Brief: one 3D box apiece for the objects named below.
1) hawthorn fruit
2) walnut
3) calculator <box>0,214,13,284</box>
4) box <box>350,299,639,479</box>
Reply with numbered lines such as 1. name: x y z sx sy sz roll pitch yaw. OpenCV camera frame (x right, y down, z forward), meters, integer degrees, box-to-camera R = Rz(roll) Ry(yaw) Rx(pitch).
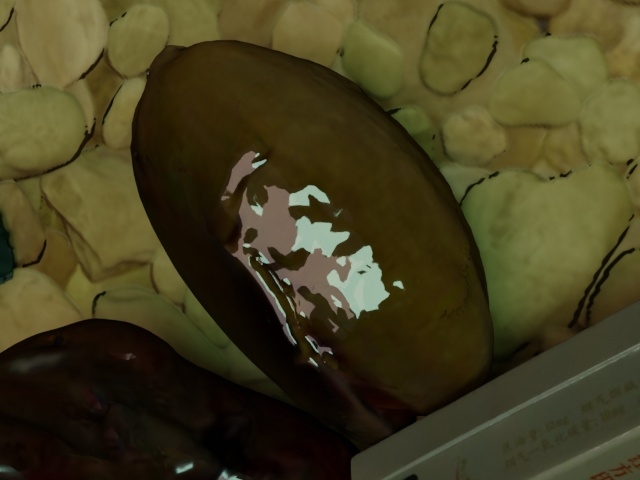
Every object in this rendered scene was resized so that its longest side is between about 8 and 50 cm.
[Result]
1. hawthorn fruit: -0.123 0.199 0.511 0.325 0.308 0.308 -26 86 38
2. walnut: 0.000 0.000 0.505 0.137 0.137 0.245 -45 78 24
3. calculator: -0.344 -0.056 0.704 0.248 0.058 0.274 -19 90 28
4. box: 0.131 0.104 0.451 0.201 0.058 0.141 -35 126 27
